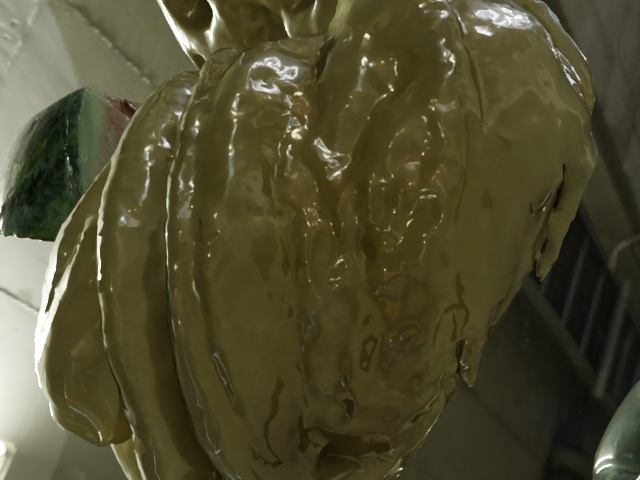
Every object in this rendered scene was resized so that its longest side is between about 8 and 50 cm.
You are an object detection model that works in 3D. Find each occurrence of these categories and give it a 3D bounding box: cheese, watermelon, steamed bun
[{"bbox_3d":[-0.066,-0.204,0.969,0.130,0.328,0.351,-38,-24,-30],"label":"cheese"},{"bbox_3d":[-0.258,-0.050,1.128,0.232,0.310,0.193,-16,-94,-23],"label":"watermelon"},{"bbox_3d":[-0.002,0.003,0.569,0.372,0.230,0.325,-63,-9,3],"label":"steamed bun"}]

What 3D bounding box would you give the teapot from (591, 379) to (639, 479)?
[{"bbox_3d":[0.414,0.295,1.153,0.285,0.305,0.223,-37,-93,-26],"label":"teapot"}]
